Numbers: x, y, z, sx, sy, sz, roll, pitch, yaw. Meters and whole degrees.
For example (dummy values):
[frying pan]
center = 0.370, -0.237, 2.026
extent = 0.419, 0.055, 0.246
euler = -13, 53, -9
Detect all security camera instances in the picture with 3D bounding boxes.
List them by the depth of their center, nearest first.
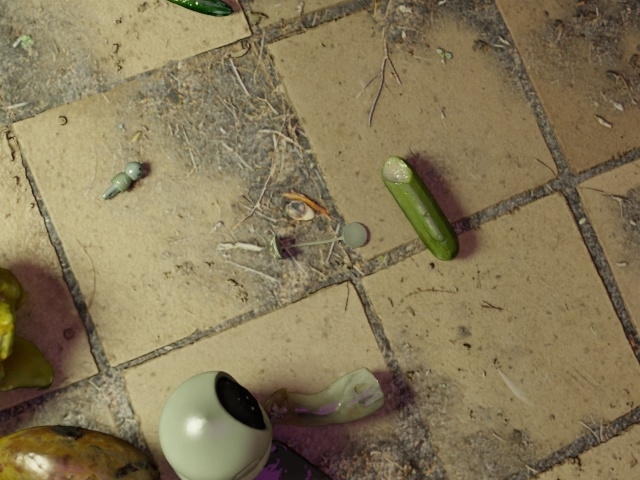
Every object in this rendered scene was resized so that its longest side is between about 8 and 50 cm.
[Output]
[security camera]
center = -0.180, 0.323, 1.423
extent = 0.195, 0.236, 0.194
euler = -1, 67, 2

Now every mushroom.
[mushroom]
center = 0.005, 0.302, 1.563
extent = 0.223, 0.081, 0.092
euler = -11, 119, -8

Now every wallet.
[wallet]
center = -0.119, 0.521, 1.524
extent = 0.165, 0.042, 0.309
euler = 37, 76, -5

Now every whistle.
[whistle]
center = -0.365, -0.111, 1.566
extent = 0.035, 0.035, 0.100
euler = 46, 78, -2

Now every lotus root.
[lotus root]
center = -0.419, 0.397, 1.412
extent = 0.291, 0.193, 0.193
euler = 19, 79, -9

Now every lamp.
[lamp]
center = 0.000, 0.000, 1.619
extent = 0.198, 0.056, 0.050
euler = -11, 82, -16

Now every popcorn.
[popcorn]
center = -0.604, 0.173, 1.356
extent = 0.321, 0.290, 0.325
euler = 10, 61, -8

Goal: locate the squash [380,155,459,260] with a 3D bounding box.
[squash]
center = 0.196, -0.064, 1.657
extent = 0.069, 0.069, 0.239
euler = -33, 90, -14

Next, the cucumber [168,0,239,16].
[cucumber]
center = -0.240, -0.462, 1.639
extent = 0.168, 0.039, 0.039
euler = 15, 79, -8
